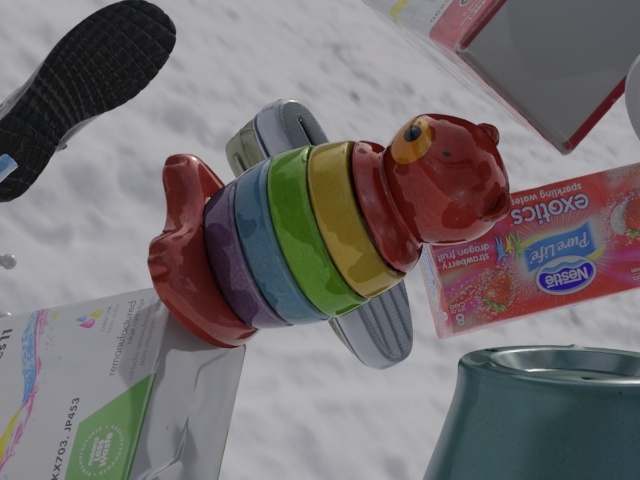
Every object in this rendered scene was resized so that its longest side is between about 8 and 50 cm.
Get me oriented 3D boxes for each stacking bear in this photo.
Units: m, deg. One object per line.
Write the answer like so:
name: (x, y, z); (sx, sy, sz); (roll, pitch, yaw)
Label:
stacking bear: (0.022, -0.021, 1.095); (0.164, 0.289, 0.175); (55, 25, -37)

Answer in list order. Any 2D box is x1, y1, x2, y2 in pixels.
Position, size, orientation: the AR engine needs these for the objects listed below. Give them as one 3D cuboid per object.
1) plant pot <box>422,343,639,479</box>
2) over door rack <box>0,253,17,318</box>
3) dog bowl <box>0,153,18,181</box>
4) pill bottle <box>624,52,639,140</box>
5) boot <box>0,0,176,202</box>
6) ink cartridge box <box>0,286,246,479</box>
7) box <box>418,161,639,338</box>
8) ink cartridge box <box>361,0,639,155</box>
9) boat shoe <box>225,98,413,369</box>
plant pot: (0.189, 0.215, 0.973); (0.271, 0.271, 0.255); (-6, 98, -59)
over door rack: (-0.376, 0.130, 1.333); (0.239, 0.108, 0.324); (48, 35, -31)
dog bowl: (-0.357, -0.094, 1.030); (0.166, 0.074, 0.297); (34, -2, -37)
pill bottle: (0.343, -0.133, 0.995); (0.193, 0.108, 0.108); (-25, 70, -23)
boot: (-0.350, -0.195, 1.675); (0.118, 0.338, 0.223); (52, -8, -19)
ink cartridge box: (-0.257, 0.177, 1.183); (0.119, 0.353, 0.207); (45, 44, -41)
box: (0.276, 0.013, 1.556); (0.142, 0.300, 0.154); (113, -35, -84)
ink cartridge box: (0.219, -0.278, 1.284); (0.160, 0.279, 0.385); (38, 7, -20)
boat shoe: (0.000, 0.000, 1.334); (0.109, 0.094, 0.302); (-12, 76, -54)
